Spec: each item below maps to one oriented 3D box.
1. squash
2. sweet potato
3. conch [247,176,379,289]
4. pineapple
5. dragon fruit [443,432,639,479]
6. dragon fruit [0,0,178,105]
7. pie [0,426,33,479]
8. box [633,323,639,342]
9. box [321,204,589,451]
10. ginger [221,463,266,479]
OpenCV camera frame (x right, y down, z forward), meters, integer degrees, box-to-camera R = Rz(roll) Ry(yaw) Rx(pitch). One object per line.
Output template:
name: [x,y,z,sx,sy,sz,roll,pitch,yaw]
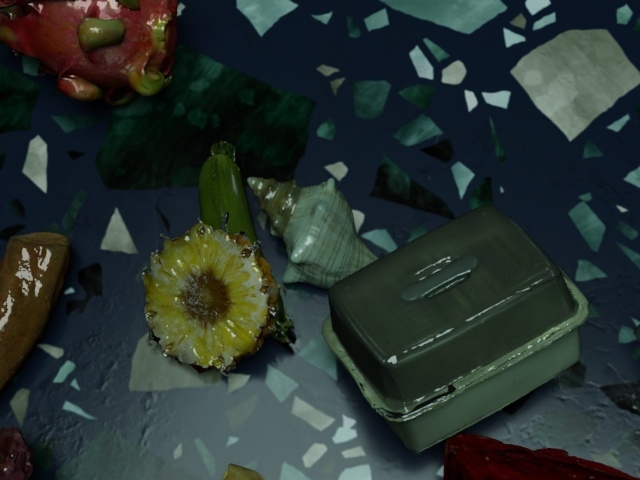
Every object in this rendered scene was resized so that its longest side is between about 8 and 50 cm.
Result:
squash: [-0.116,0.000,1.428,0.071,0.080,0.318,-34,64,32]
sweet potato: [-0.404,0.092,1.393,0.097,0.097,0.252,16,69,9]
conch: [-0.009,-0.002,1.405,0.137,0.114,0.234,-35,77,4]
pineapple: [-0.140,0.069,1.370,0.221,0.047,0.221,2,95,23]
dragon fruit: [0.305,0.384,1.254,0.329,0.228,0.286,-4,100,-19]
dragon fruit: [-0.338,-0.313,1.496,0.307,0.243,0.228,18,93,48]
pie: [-0.428,0.321,1.264,0.218,0.204,0.054,-44,108,-3]
box: [0.557,0.141,1.316,0.225,0.117,0.225,-26,70,-7]
box: [0.163,0.100,1.293,0.290,0.166,0.220,-28,40,-8]
ginger: [-0.069,0.410,1.268,0.118,0.065,0.299,-10,69,-16]
